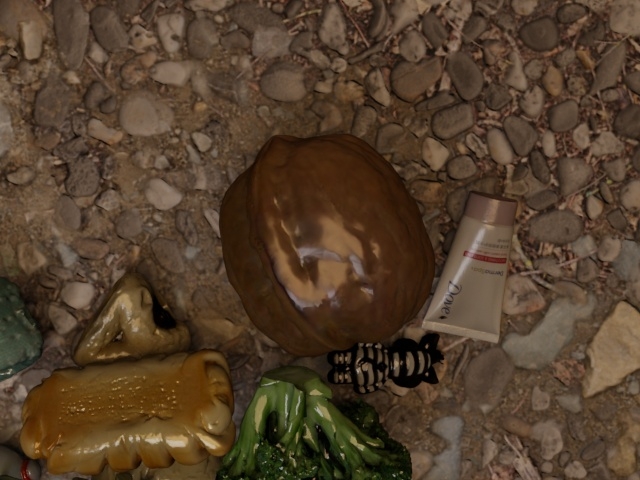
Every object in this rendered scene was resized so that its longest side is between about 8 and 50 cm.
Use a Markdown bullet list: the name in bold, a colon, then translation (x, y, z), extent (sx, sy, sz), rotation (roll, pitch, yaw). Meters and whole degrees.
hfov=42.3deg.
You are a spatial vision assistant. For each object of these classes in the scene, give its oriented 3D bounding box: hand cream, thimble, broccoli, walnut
- **hand cream**: translation (0.255, 0.044, 1.373), extent (0.133, 0.083, 0.248), rotation (10, 100, -1)
- **thimble**: translation (-0.535, 0.157, 1.269), extent (0.235, 0.198, 0.143), rotation (-27, 88, 16)
- **broccoli**: translation (-0.015, 0.323, 1.235), extent (0.308, 0.308, 0.275), rotation (-3, 108, -3)
- **walnut**: translation (0.002, -0.001, 1.254), extent (0.306, 0.306, 0.344), rotation (-24, 99, -2)

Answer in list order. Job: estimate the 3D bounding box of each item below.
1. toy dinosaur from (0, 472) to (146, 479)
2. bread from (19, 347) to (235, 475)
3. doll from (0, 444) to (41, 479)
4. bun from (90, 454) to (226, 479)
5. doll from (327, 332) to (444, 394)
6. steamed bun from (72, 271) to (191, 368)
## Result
- **toy dinosaur**: translation (-0.319, 0.409, 1.210), extent (0.363, 0.076, 0.147), rotation (28, 107, 11)
- **bread**: translation (-0.278, 0.254, 1.211), extent (0.311, 0.121, 0.173), rotation (-6, 56, 4)
- **doll**: translation (-0.516, 0.450, 1.332), extent (0.200, 0.105, 0.336), rotation (-17, 99, 0)
- **bun**: translation (-0.249, 0.420, 1.315), extent (0.259, 0.152, 0.259), rotation (0, 90, 0)
- **doll**: translation (0.108, 0.201, 1.351), extent (0.219, 0.067, 0.091), rotation (0, 85, -28)
- **steamed bun**: translation (-0.288, 0.152, 1.323), extent (0.155, 0.141, 0.172), rotation (34, 95, -13)
